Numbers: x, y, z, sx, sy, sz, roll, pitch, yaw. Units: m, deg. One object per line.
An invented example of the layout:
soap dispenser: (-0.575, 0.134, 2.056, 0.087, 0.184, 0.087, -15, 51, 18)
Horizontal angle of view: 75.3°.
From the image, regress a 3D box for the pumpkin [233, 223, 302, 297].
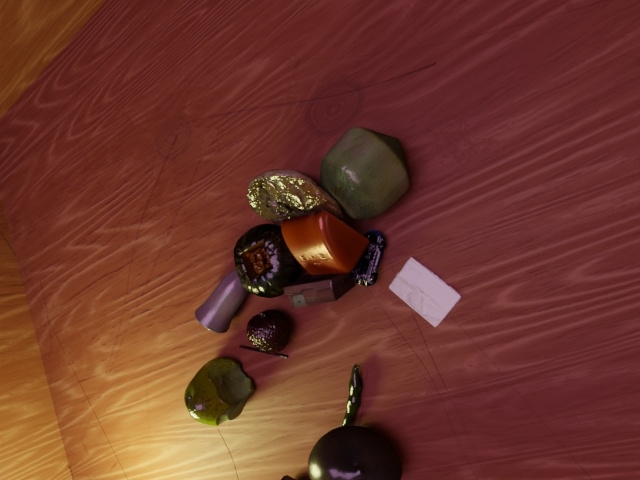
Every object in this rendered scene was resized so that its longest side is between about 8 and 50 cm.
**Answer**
pumpkin: (-0.216, 0.082, 1.730, 0.320, 0.192, 0.321, 0, 90, 24)

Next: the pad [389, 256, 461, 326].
pad: (0.378, 0.187, 1.523, 0.232, 0.004, 0.157, 41, 110, 21)

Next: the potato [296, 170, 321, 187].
potato: (-0.119, -0.202, 1.695, 0.298, 0.141, 0.176, 18, 114, 25)

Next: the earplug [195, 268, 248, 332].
earplug: (-0.415, 0.247, 1.871, 0.172, 0.172, 0.301, 39, 102, 21)

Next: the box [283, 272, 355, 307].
box: (0.002, 0.179, 1.606, 0.215, 0.215, 0.086, -13, 94, 27)

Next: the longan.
longan: (0.124, 0.828, 1.533, 0.349, 0.288, 0.289, -6, 89, 19)

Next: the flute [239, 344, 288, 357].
flute: (-0.259, 0.500, 1.866, 0.269, 0.014, 0.014, 3, 93, 28)

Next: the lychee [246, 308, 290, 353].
lychee: (-0.216, 0.381, 1.750, 0.194, 0.194, 0.195, 1, 92, 28)

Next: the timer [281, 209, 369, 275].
timer: (0.000, 0.000, 1.528, 0.257, 0.161, 0.250, -9, 132, 49)

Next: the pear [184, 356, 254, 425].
pear: (-0.468, 0.665, 1.835, 0.286, 0.281, 0.176, 45, 119, 19)

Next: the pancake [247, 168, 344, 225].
pancake: (-0.088, -0.130, 1.530, 0.386, 0.387, 0.082, 7, 61, 28)

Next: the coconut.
coconut: (0.165, -0.250, 1.472, 0.328, 0.281, 0.329, -5, 68, 14)

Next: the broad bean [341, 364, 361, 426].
broad bean: (0.129, 0.632, 1.647, 0.060, 0.043, 0.298, 16, 100, 37)

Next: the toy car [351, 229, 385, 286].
toy car: (0.189, 0.068, 1.587, 0.103, 0.063, 0.217, 16, 91, 28)

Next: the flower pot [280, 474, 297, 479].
flower pot: (-0.075, 1.124, 1.675, 0.242, 0.265, 0.265, 12, 97, 13)
